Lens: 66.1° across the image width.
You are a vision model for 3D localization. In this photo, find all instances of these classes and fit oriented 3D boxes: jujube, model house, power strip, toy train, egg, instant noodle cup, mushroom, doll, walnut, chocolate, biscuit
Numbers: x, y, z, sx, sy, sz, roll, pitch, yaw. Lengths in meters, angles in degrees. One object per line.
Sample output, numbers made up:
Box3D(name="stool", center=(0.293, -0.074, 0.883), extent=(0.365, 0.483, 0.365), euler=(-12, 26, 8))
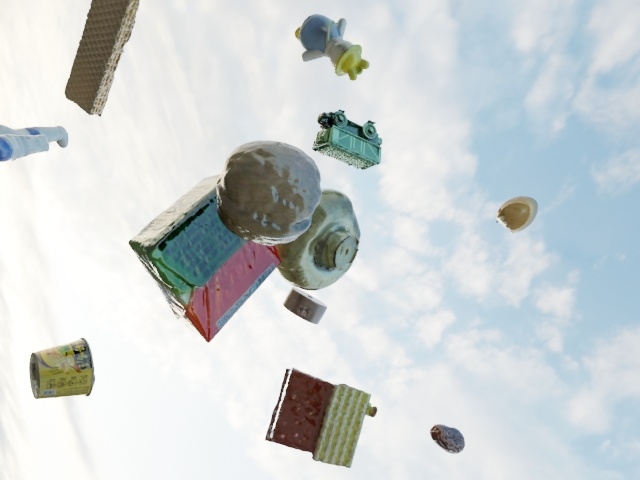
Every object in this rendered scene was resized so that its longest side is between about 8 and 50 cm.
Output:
Box3D(name="jujube", center=(0.373, 0.581, 1.448), extent=(0.129, 0.077, 0.077), euler=(37, -31, -32))
Box3D(name="model house", center=(0.007, 0.450, 1.249), extent=(0.253, 0.196, 0.160), euler=(14, -16, 11))
Box3D(name="power strip", center=(-0.055, 0.231, 1.754), extent=(0.154, 0.154, 0.078), euler=(30, -91, 31))
Box3D(name="toy train", center=(0.096, -0.345, 1.685), extent=(0.115, 0.269, 0.155), euler=(-3, -106, 55))
Box3D(name="egg", center=(0.465, -0.065, 1.162), extent=(0.080, 0.080, 0.096), euler=(45, -79, 19))
Box3D(name="instant noodle cup", center=(-0.642, 0.322, 1.218), extent=(0.151, 0.122, 0.152), euler=(0, -90, 46))
Box3D(name="mushroom", center=(0.000, 0.000, 1.634), extent=(0.260, 0.352, 0.353), euler=(30, -52, 36))
Box3D(name="doll", center=(0.027, -0.503, 1.275), extent=(0.241, 0.135, 0.099), euler=(47, -34, 20))
Box3D(name="walnut", center=(-0.121, -0.108, 1.108), extent=(0.248, 0.248, 0.249), euler=(21, -58, 37))
Box3D(name="chocolate", center=(-0.310, 0.036, 1.359), extent=(0.161, 0.360, 0.342), euler=(11, -45, 35))
Box3D(name="doll", center=(-0.336, -0.086, 0.473), extent=(0.227, 0.113, 0.057), euler=(-116, -155, -75))
Box3D(name="biscuit", center=(-0.522, -0.450, 1.166), extent=(0.094, 0.054, 0.379), euler=(41, -51, -4))
